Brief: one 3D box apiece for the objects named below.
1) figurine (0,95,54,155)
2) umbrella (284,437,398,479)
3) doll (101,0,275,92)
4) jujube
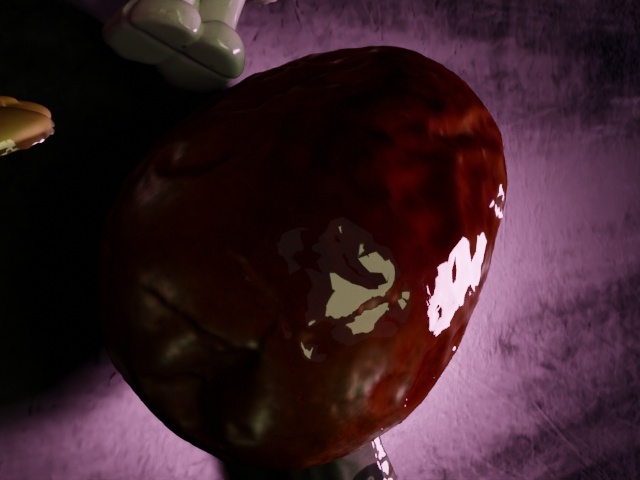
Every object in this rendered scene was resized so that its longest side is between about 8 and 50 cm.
[{"bbox_3d":[-0.234,-0.148,0.742,0.208,0.181,0.257,-21,102,-21],"label":"figurine"},{"bbox_3d":[0.030,0.206,1.174,0.067,0.073,0.337,-64,139,-58],"label":"umbrella"},{"bbox_3d":[-0.031,-0.222,1.057,0.208,0.144,0.271,11,78,-32],"label":"doll"},{"bbox_3d":[0.000,0.000,1.020,0.318,0.223,0.223,-48,127,-49],"label":"jujube"}]
